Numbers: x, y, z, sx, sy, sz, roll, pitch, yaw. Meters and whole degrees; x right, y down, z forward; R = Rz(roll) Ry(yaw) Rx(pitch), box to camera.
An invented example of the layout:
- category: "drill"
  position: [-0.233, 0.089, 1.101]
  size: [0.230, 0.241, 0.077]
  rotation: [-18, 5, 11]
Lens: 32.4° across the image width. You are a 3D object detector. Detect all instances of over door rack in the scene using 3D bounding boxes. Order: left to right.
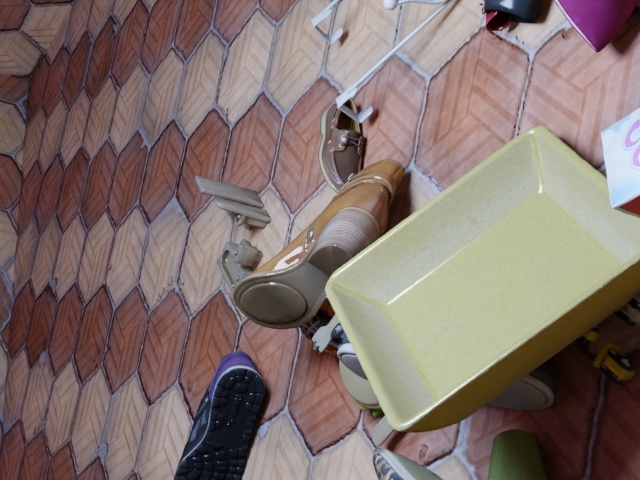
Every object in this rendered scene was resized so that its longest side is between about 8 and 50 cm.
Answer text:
- category: "over door rack"
  position: [0.089, -0.377, 1.689]
  size: [0.324, 0.108, 0.240]
  rotation: [-50, 37, 33]

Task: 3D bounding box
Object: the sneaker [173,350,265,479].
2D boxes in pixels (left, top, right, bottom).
- category: "sneaker"
  position: [-0.172, 0.325, 1.881]
  size: [0.283, 0.107, 0.124]
  rotation: [-65, 15, 11]

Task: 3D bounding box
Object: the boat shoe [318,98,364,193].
- category: "boat shoe"
  position: [0.036, -0.151, 1.738]
  size: [0.060, 0.064, 0.178]
  rotation: [-45, 38, 43]

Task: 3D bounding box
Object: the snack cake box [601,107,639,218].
- category: "snack cake box"
  position: [0.401, -0.097, 0.978]
  size: [0.264, 0.152, 0.089]
  rotation: [-35, 47, 49]

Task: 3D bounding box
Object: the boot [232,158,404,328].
- category: "boot"
  position: [0.000, 0.000, 1.612]
  size: [0.283, 0.109, 0.220]
  rotation: [-42, 12, 45]

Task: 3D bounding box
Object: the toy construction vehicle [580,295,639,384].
- category: "toy construction vehicle"
  position: [0.313, 0.094, 1.173]
  size: [0.098, 0.035, 0.086]
  rotation: [46, 119, 49]

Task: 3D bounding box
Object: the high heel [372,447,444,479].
- category: "high heel"
  position: [0.106, 0.383, 1.334]
  size: [0.261, 0.093, 0.186]
  rotation: [38, 105, 50]

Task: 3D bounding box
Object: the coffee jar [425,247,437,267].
- category: "coffee jar"
  position: [0.129, 0.045, 1.451]
  size: [0.079, 0.096, 0.184]
  rotation: [-47, 14, -32]

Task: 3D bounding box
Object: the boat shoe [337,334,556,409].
- category: "boat shoe"
  position: [0.153, 0.129, 1.343]
  size: [0.335, 0.112, 0.096]
  rotation: [2, 55, 49]

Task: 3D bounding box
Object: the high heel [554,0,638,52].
- category: "high heel"
  position: [0.212, -0.362, 1.331]
  size: [0.377, 0.127, 0.181]
  rotation: [25, 95, 34]

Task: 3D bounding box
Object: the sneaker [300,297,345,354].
- category: "sneaker"
  position: [0.006, 0.128, 1.649]
  size: [0.215, 0.084, 0.083]
  rotation: [18, 98, 60]

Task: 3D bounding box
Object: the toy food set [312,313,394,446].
- category: "toy food set"
  position: [0.074, 0.172, 1.520]
  size: [0.132, 0.038, 0.192]
  rotation: [-52, 55, 31]

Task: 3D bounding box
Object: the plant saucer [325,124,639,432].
- category: "plant saucer"
  position: [0.189, 0.048, 1.222]
  size: [0.332, 0.081, 0.333]
  rotation: [-37, 27, 5]

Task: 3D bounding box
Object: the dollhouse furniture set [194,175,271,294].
- category: "dollhouse furniture set"
  position: [-0.181, -0.008, 1.994]
  size: [0.151, 0.123, 0.144]
  rotation: [-64, 31, 21]

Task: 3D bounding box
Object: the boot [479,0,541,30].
- category: "boot"
  position: [0.231, -0.382, 1.482]
  size: [0.244, 0.088, 0.176]
  rotation: [46, 119, 53]

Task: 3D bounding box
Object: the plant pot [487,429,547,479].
- category: "plant pot"
  position: [0.219, 0.257, 1.227]
  size: [0.083, 0.083, 0.079]
  rotation: [-45, 28, 43]
